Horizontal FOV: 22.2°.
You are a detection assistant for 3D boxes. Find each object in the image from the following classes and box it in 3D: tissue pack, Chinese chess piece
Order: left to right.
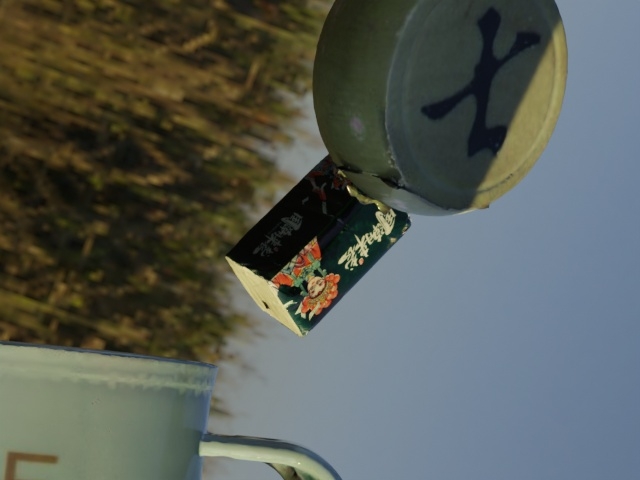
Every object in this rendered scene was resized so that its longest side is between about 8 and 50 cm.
[{"bbox_3d":[0.000,-0.001,1.645,0.170,0.090,0.103,-47,138,-15],"label":"tissue pack"},{"bbox_3d":[0.100,-0.129,1.325,0.092,0.238,0.237,21,-89,46],"label":"Chinese chess piece"}]

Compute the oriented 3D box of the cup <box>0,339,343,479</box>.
[{"bbox_3d":[-0.173,0.214,0.916,0.257,0.331,0.311,-3,-100,55],"label":"cup"}]
